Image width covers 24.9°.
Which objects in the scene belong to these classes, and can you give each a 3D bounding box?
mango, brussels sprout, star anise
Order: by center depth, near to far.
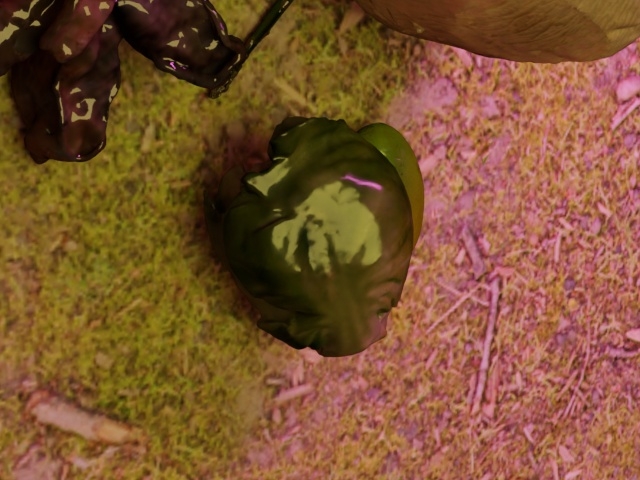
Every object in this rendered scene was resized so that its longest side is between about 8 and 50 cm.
[{"bbox_3d":[-0.136,-0.142,0.867,0.214,0.099,0.220,18,101,-28],"label":"star anise"},{"bbox_3d":[0.001,0.002,0.996,0.139,0.100,0.181,-25,104,-4],"label":"brussels sprout"},{"bbox_3d":[0.042,-0.033,1.070,0.073,0.056,0.108,-4,98,-28],"label":"mango"}]

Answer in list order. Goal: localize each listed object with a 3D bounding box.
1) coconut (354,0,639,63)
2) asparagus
[{"bbox_3d":[0.148,-0.265,0.963,0.297,0.254,0.297,-24,124,-42],"label":"coconut"},{"bbox_3d":[-0.029,-0.161,1.018,0.016,0.013,0.166,46,69,-23],"label":"asparagus"}]
